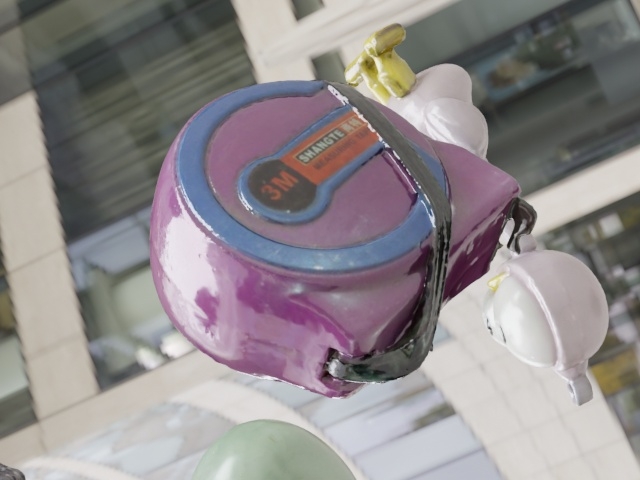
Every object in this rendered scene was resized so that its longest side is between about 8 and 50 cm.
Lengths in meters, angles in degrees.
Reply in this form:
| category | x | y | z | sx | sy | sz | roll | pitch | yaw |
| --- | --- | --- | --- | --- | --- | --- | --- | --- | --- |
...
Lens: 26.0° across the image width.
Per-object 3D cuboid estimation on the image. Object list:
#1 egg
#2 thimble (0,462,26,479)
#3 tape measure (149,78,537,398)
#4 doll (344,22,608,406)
| category | x | y | z | sx | sy | sz | roll | pitch | yaw |
| --- | --- | --- | --- | --- | --- | --- | --- | --- | --- |
| egg | -0.043 | 0.322 | 1.503 | 0.203 | 0.202 | 0.283 | -91 | -10 | -61 |
| thimble | -0.263 | 0.211 | 1.003 | 0.104 | 0.066 | 0.095 | -56 | -24 | -49 |
| tape measure | 0.000 | 0.000 | 1.008 | 0.245 | 0.231 | 0.149 | 35 | 140 | 19 |
| doll | 0.145 | -0.020 | 1.203 | 0.365 | 0.094 | 0.160 | 62 | 169 | 1 |
